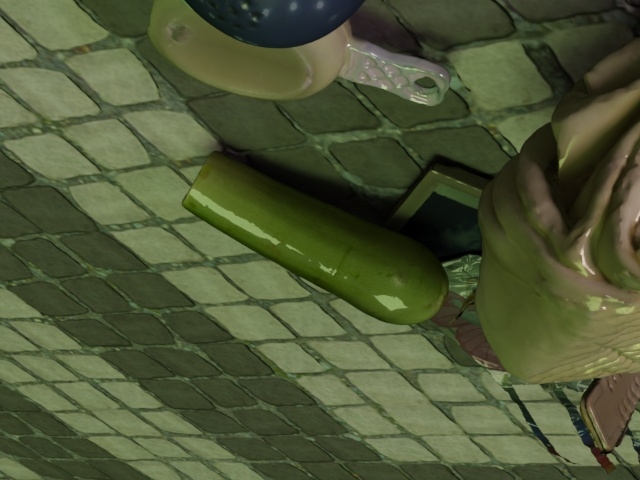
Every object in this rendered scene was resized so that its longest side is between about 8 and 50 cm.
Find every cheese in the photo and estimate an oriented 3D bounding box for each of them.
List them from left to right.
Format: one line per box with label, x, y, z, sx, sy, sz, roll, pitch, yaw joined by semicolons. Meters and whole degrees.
cheese;-0.014;-0.146;1.046;0.227;0.064;0.137;17;154;-3

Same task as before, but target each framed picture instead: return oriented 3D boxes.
framed picture;0.147;0.024;1.314;0.208;0.019;0.281;21;152;-6

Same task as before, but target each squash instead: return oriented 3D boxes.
squash;0.000;0.000;1.270;0.250;0.083;0.083;27;153;3

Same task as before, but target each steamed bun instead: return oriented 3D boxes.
steamed bun;0.253;-0.030;0.966;0.276;0.203;0.289;5;156;-33

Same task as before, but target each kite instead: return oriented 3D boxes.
kite;0.223;0.132;1.378;0.204;0.022;0.360;-4;137;41

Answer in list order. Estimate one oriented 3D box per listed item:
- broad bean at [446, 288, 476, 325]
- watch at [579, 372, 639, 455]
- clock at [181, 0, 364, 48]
broad bean;0.278;0.095;1.256;0.318;0.056;0.098;21;145;-5
watch;0.317;0.087;1.089;0.164;0.268;0.102;-6;107;32
clock;-0.072;-0.209;0.885;0.243;0.147;0.200;18;149;15
